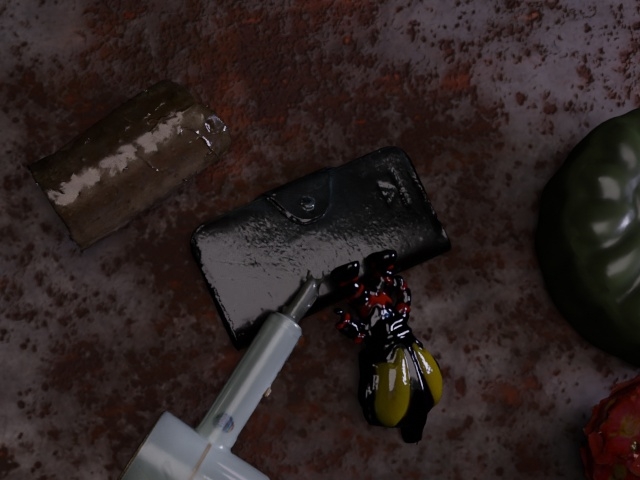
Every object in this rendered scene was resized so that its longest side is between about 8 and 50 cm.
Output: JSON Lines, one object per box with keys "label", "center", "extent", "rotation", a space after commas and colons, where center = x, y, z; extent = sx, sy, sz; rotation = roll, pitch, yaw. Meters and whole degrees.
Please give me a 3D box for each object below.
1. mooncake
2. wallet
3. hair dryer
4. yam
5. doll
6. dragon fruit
{"label": "mooncake", "center": [0.456, 0.001, 1.793], "extent": [0.351, 0.187, 0.351], "rotation": [2, 81, -10]}
{"label": "wallet", "center": [0.000, 0.000, 1.802], "extent": [0.318, 0.045, 0.172], "rotation": [-24, 86, -12]}
{"label": "hair dryer", "center": [-0.083, 0.190, 1.717], "extent": [0.173, 0.107, 0.357], "rotation": [33, 81, -4]}
{"label": "yam", "center": [-0.238, -0.100, 1.744], "extent": [0.238, 0.129, 0.128], "rotation": [-36, 88, -11]}
{"label": "doll", "center": [0.087, 0.140, 1.758], "extent": [0.127, 0.088, 0.248], "rotation": [-13, 94, -6]}
{"label": "dragon fruit", "center": [0.442, 0.287, 1.740], "extent": [0.268, 0.210, 0.205], "rotation": [40, 60, -19]}
